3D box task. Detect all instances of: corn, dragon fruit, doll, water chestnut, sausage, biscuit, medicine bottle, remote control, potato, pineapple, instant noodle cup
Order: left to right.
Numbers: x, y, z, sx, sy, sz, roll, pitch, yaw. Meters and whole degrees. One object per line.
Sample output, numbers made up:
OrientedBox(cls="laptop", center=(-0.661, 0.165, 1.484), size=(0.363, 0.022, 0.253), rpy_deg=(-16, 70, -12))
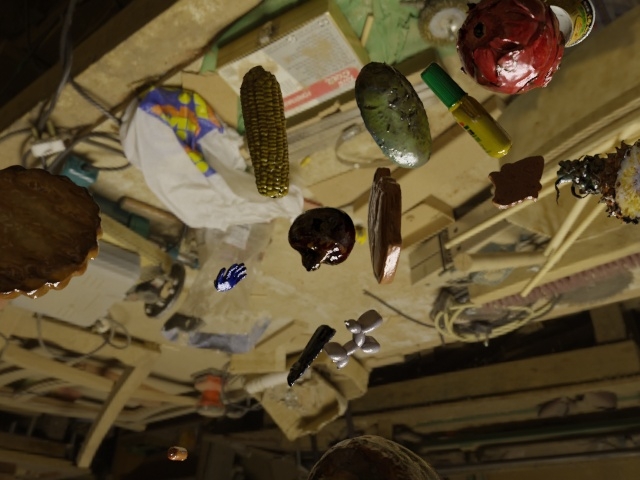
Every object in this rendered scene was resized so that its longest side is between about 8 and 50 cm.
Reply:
OrientedBox(cls="biscuit", center=(-0.644, -0.014, 1.223), size=(0.325, 0.326, 0.107), rpy_deg=(9, 147, -16))
OrientedBox(cls="sausage", center=(-0.341, 0.504, 1.336), size=(0.031, 0.031, 0.107), rpy_deg=(-2, 158, 0))
OrientedBox(cls="corn", center=(-0.146, -0.293, 1.539), size=(0.120, 0.363, 0.120), rpy_deg=(-9, -175, 1))
OrientedBox(cls="remote control", center=(-0.041, 0.391, 1.954), size=(0.066, 0.266, 0.090), rpy_deg=(35, 145, 11))
OrientedBox(cls="water chestnut", center=(0.000, 0.000, 1.830), size=(0.223, 0.238, 0.224), rpy_deg=(18, 163, 6))
OrientedBox(cls="doll", center=(0.086, 0.268, 1.489), size=(0.160, 0.059, 0.161), rpy_deg=(-12, 124, -24))
OrientedBox(cls="water chestnut", center=(0.092, 0.446, 0.865), size=(0.244, 0.289, 0.289), rpy_deg=(-6, 152, -25))
OrientedBox(cls="biscuit", center=(0.210, -0.047, 1.904), size=(0.078, 0.455, 0.350), rpy_deg=(-1, 109, -2))
OrientedBox(cls="potato", center=(0.133, -0.208, 0.944), size=(0.119, 0.198, 0.054), rpy_deg=(-29, -164, -27))
OrientedBox(cls="medicine bottle", center=(0.328, -0.294, 1.270), size=(0.064, 0.095, 0.260), rpy_deg=(-43, 97, 16))
OrientedBox(cls="dragon fruit", center=(0.432, -0.447, 1.287), size=(0.252, 0.241, 0.241), rpy_deg=(-23, 157, -28))
OrientedBox(cls="biscuit", center=(0.689, -0.207, 1.966), size=(0.183, 0.280, 0.043), rpy_deg=(39, 155, 18))
OrientedBox(cls="instant noodle cup", center=(0.597, -0.545, 1.422), size=(0.151, 0.122, 0.151), rpy_deg=(24, 136, 25))
OrientedBox(cls="pineapple", center=(0.850, -0.191, 1.702), size=(0.262, 0.262, 0.271), rpy_deg=(19, -176, -29))

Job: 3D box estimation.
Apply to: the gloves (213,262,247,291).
OrientedBox(cls="gloves", center=(-0.207, 0.082, 1.292), size=(0.086, 0.026, 0.064), rpy_deg=(-35, 141, 1))
